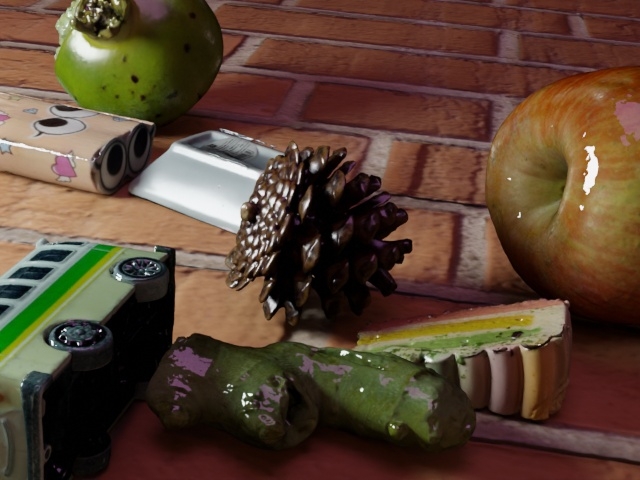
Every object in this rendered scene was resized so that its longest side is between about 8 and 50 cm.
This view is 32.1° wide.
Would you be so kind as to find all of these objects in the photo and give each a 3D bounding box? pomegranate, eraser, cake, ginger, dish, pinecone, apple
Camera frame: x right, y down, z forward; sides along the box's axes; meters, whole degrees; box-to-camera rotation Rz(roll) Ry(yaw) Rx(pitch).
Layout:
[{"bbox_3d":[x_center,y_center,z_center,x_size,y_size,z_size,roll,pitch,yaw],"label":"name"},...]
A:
[{"bbox_3d":[-0.281,-0.295,1.661,0.261,0.260,0.341,8,-1,7],"label":"pomegranate"},{"bbox_3d":[-0.396,-0.142,1.537,0.291,0.087,0.171,13,25,17],"label":"eraser"},{"bbox_3d":[0.140,0.123,1.103,0.225,0.090,0.109,-7,22,21],"label":"cake"},{"bbox_3d":[-0.010,0.141,0.991,0.290,0.089,0.137,6,6,-7],"label":"ginger"},{"bbox_3d":[-0.111,-0.088,1.477,0.243,0.080,0.182,19,29,31],"label":"dish"},{"bbox_3d":[0.000,0.000,1.192,0.208,0.207,0.207,3,25,-2],"label":"pinecone"},{"bbox_3d":[0.347,-0.048,1.226,0.302,0.301,0.301,3,25,-2],"label":"apple"}]

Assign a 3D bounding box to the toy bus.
[{"bbox_3d":[-0.239,0.103,0.976,0.165,0.133,0.276,10,24,12],"label":"toy bus"}]
